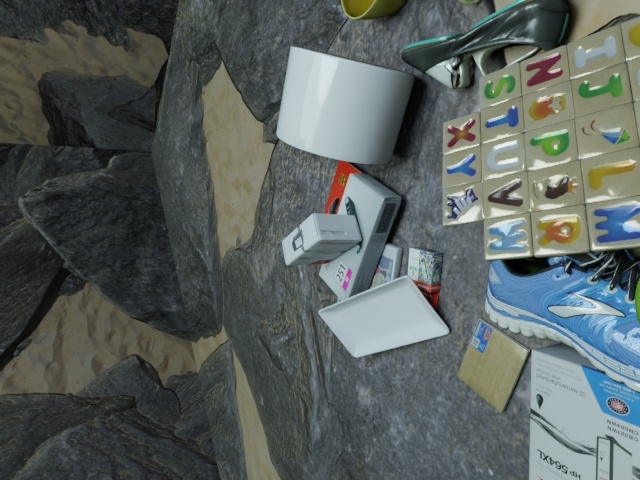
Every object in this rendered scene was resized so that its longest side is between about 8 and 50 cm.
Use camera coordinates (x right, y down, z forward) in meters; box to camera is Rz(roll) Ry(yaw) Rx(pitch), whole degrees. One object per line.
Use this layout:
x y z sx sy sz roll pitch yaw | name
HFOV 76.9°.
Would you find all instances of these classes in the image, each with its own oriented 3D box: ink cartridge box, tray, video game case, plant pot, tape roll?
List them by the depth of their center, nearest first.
0.356 0.251 0.511 0.148 0.086 0.203 -174 81 -64 | ink cartridge box
0.202 0.074 0.791 0.063 0.029 0.115 16 107 55 | ink cartridge box
0.117 -0.501 0.796 0.134 0.095 0.134 11 103 56 | plant pot
0.045 -0.270 0.799 0.246 0.246 0.169 43 129 46 | tape roll
0.125 0.163 0.849 0.270 0.030 0.145 -31 99 44 | tray
0.000 0.000 0.873 0.150 0.109 0.063 -38 58 51 | ink cartridge box
0.108 0.089 0.943 0.183 0.023 0.201 26 115 53 | video game case
0.054 -0.029 0.943 0.239 0.060 0.275 45 129 44 | ink cartridge box

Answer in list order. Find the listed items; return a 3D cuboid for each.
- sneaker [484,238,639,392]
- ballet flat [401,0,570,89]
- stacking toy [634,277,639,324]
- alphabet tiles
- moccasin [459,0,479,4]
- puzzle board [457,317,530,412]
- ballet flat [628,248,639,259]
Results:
0.333 0.064 0.469 0.330 0.130 0.147 15 128 55 | sneaker
0.239 -0.298 0.641 0.280 0.095 0.096 9 113 56 | ballet flat
0.415 0.055 0.260 0.280 0.130 0.308 -39 65 19 | stacking toy
0.310 -0.122 0.485 0.343 0.011 0.284 -9 67 40 | alphabet tiles
0.227 -0.430 0.585 0.380 0.139 0.146 37 132 44 | moccasin
0.292 0.211 0.688 0.096 0.011 0.128 38 124 50 | puzzle board
0.380 -0.048 0.485 0.057 0.053 0.168 14 106 56 | ballet flat
